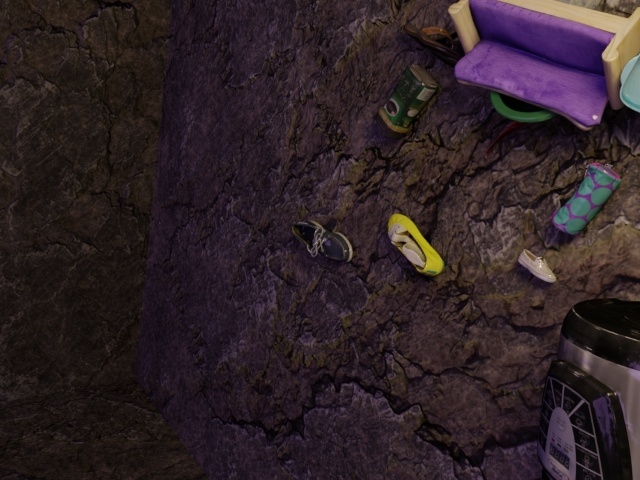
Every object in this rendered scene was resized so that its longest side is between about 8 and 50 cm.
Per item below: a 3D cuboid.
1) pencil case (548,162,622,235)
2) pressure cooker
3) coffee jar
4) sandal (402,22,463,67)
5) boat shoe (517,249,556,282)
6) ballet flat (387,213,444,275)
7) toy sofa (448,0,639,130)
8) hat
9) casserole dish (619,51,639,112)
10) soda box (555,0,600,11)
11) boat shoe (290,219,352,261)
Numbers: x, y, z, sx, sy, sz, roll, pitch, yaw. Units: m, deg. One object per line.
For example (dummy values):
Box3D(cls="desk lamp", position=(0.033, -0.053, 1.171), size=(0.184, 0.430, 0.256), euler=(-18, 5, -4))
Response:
Box3D(cls="pencil case", position=(0.524, -0.082, 1.225), size=(0.070, 0.064, 0.152), euler=(42, 125, 24))
Box3D(cls="pressure cooker", position=(0.549, 0.329, 0.972), size=(0.375, 0.369, 0.421), euler=(10, 102, 35))
Box3D(cls="coffee jar", position=(0.218, -0.353, 1.595), size=(0.184, 0.079, 0.096), euler=(-54, 54, 38))
Box3D(cls="sandal", position=(0.285, -0.491, 1.517), size=(0.060, 0.090, 0.219), euler=(-50, 44, 14))
Box3D(cls="boat shoe", position=(0.469, 0.053, 1.330), size=(0.100, 0.035, 0.035), euler=(48, 131, 48))
Box3D(cls="ballet flat", position=(0.229, 0.007, 1.604), size=(0.231, 0.077, 0.077), euler=(52, 131, 37))
Box3D(cls="toy sofa", position=(0.417, -0.370, 1.190), size=(0.362, 0.150, 0.177), euler=(36, 85, 38))
Box3D(cls="hat", position=(0.462, -0.279, 1.329), size=(0.208, 0.183, 0.173), euler=(17, 74, 34))
Box3D(cls="casserole dish", position=(0.600, -0.265, 1.059), size=(0.037, 0.188, 0.114), euler=(-76, 6, -65))
Box3D(cls="soda box", position=(0.440, -0.544, 1.279), size=(0.286, 0.098, 0.091), euler=(38, 122, 45))
Box3D(cls="boat shoe", position=(0.000, 0.000, 1.900), size=(0.254, 0.079, 0.095), euler=(38, 121, 45))
